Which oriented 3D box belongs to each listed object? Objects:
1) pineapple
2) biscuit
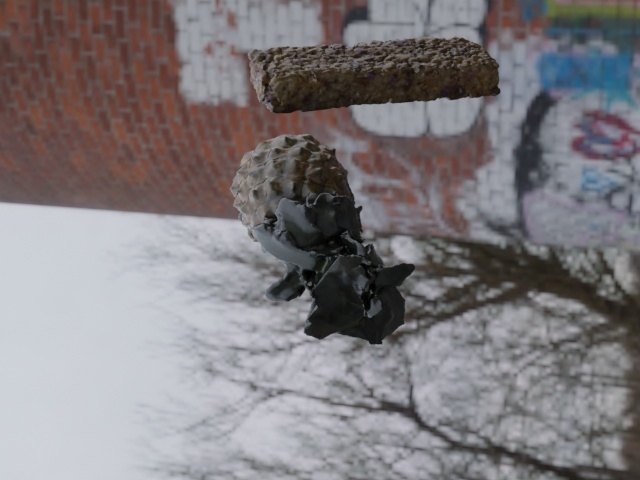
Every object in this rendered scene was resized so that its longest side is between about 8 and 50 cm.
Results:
[{"bbox_3d":[0.000,0.000,1.043,0.237,0.119,0.111,-116,7,-55],"label":"pineapple"},{"bbox_3d":[0.042,-0.133,1.000,0.064,0.199,0.034,-116,25,-52],"label":"biscuit"}]
